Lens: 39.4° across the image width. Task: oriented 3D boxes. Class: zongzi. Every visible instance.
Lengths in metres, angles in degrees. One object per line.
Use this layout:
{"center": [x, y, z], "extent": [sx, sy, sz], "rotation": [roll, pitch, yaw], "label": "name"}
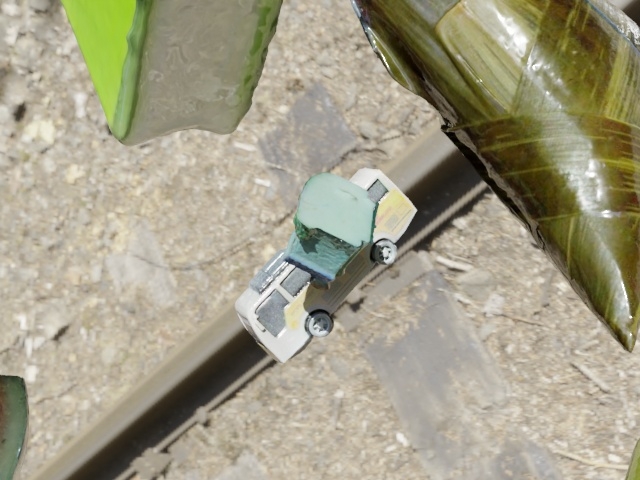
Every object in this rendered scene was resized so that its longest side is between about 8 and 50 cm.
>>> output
{"center": [0.174, -0.135, 0.864], "extent": [0.403, 0.432, 0.208], "rotation": [37, 129, -7], "label": "zongzi"}

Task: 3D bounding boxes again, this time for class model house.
{"center": [0.000, 0.000, 1.310], "extent": [0.148, 0.119, 0.148], "rotation": [-81, 16, -51], "label": "model house"}

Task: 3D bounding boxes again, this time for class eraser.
{"center": [-0.105, -0.223, 0.522], "extent": [0.274, 0.092, 0.210], "rotation": [62, 144, 33], "label": "eraser"}

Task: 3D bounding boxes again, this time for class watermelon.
{"center": [-0.451, 0.191, 1.020], "extent": [0.318, 0.226, 0.148], "rotation": [13, 68, 33], "label": "watermelon"}

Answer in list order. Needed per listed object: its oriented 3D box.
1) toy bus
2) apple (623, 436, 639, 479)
{"center": [0.011, 0.039, 1.465], "extent": [0.342, 0.138, 0.097], "rotation": [-46, 22, -9], "label": "toy bus"}
{"center": [0.473, 0.276, 0.885], "extent": [0.360, 0.320, 0.311], "rotation": [6, 58, 32], "label": "apple"}
